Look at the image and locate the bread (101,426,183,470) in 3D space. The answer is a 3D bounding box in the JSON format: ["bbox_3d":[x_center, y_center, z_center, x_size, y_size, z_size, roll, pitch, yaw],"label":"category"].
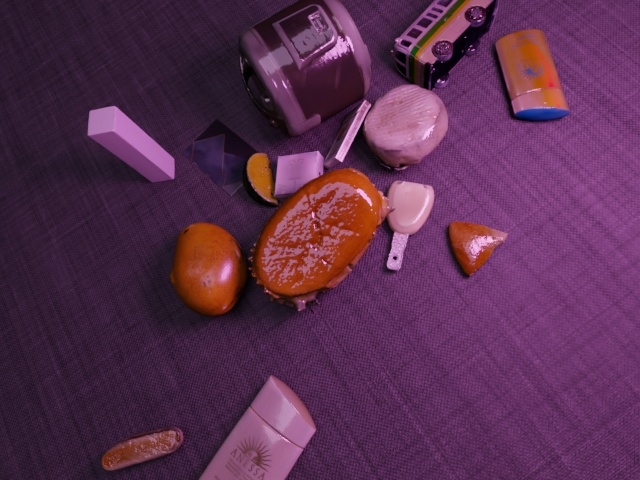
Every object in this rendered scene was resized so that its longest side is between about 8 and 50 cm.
[{"bbox_3d":[-0.452,0.529,1.093,0.215,0.053,0.072,-18,75,1],"label":"bread"}]

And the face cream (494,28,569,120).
[{"bbox_3d":[0.599,-0.466,1.213,0.140,0.067,0.284,-9,72,9],"label":"face cream"}]

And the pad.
[{"bbox_3d":[-0.305,-0.266,1.340,0.243,0.004,0.163,40,83,18],"label":"pad"}]

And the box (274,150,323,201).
[{"bbox_3d":[-0.062,-0.185,1.236,0.130,0.051,0.129,-3,72,20],"label":"box"}]

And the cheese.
[{"bbox_3d":[0.226,-0.039,1.154,0.128,0.054,0.251,11,76,16],"label":"cheese"}]

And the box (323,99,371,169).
[{"bbox_3d":[0.073,-0.304,1.235,0.029,0.109,0.198,29,78,-17],"label":"box"}]

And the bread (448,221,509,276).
[{"bbox_3d":[0.393,-0.004,1.115,0.154,0.054,0.136,-43,68,-8],"label":"bread"}]

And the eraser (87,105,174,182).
[{"bbox_3d":[-0.530,-0.264,1.222,0.078,0.298,0.076,-8,72,9],"label":"eraser"}]

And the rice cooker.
[{"bbox_3d":[-0.058,-0.486,1.198,0.326,0.335,0.335,-30,71,0],"label":"rice cooker"}]

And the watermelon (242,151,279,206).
[{"bbox_3d":[-0.187,-0.185,1.254,0.092,0.075,0.181,-13,71,1],"label":"watermelon"}]

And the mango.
[{"bbox_3d":[-0.303,0.062,1.164,0.191,0.160,0.290,-33,61,5],"label":"mango"}]

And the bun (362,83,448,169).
[{"bbox_3d":[0.239,-0.307,1.183,0.239,0.141,0.238,-15,61,29],"label":"bun"}]

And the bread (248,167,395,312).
[{"bbox_3d":[-0.011,-0.007,1.077,0.236,0.183,0.388,38,86,16],"label":"bread"}]

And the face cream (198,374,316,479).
[{"bbox_3d":[-0.154,0.522,1.028,0.174,0.081,0.348,33,81,17],"label":"face cream"}]

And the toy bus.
[{"bbox_3d":[0.364,-0.606,1.258,0.179,0.143,0.305,41,85,21],"label":"toy bus"}]
